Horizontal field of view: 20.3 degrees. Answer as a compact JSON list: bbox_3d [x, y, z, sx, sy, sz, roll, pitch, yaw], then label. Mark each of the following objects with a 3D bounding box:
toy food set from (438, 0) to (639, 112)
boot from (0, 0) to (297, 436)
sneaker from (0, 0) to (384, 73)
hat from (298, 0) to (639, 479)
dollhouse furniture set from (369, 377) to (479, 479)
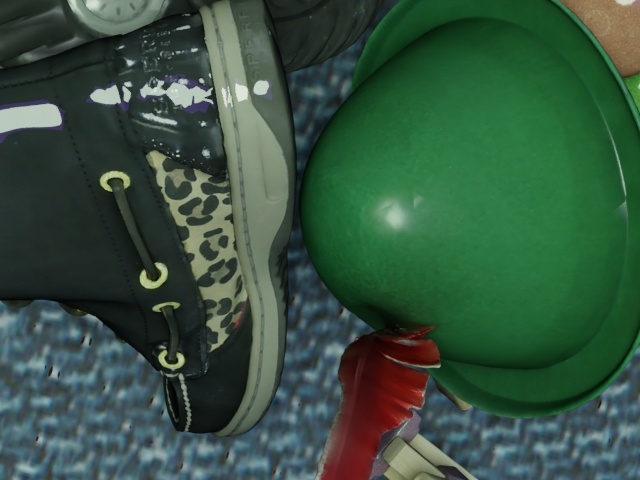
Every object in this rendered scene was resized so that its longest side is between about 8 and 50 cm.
[{"bbox_3d":[0.087,-0.076,0.684,0.128,0.071,0.218,24,123,12],"label":"toy food set"},{"bbox_3d":[-0.103,0.006,0.651,0.178,0.236,0.085,-8,57,-10],"label":"boot"},{"bbox_3d":[-0.156,-0.122,0.672,0.384,0.147,0.145,-2,94,-22],"label":"sneaker"},{"bbox_3d":[0.000,0.000,0.619,0.183,0.208,0.173,-14,89,-32],"label":"hat"},{"bbox_3d":[0.082,0.080,0.748,0.081,0.091,0.114,41,88,-24],"label":"dollhouse furniture set"}]
